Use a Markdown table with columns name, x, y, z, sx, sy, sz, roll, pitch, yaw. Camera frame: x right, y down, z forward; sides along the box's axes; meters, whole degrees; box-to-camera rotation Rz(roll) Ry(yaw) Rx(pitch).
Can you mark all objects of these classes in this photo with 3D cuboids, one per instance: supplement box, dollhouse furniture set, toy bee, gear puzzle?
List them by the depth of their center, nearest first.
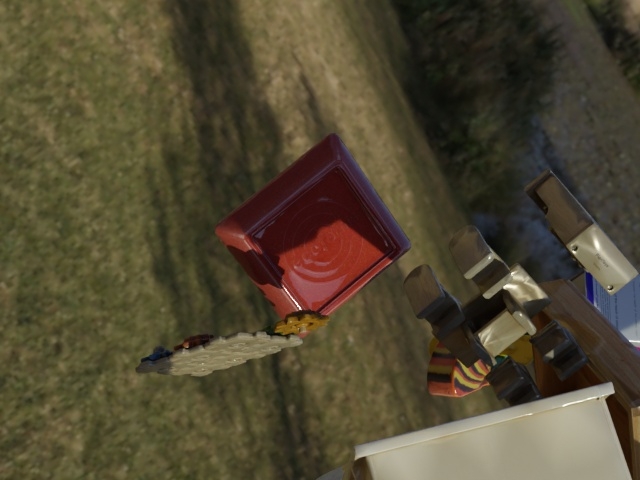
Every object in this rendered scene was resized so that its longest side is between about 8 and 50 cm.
| name | x | y | z | sx | sy | sz | roll | pitch | yaw |
| --- | --- | --- | --- | --- | --- | --- | --- | --- | --- |
| dollhouse furniture set | 0.250 | 0.052 | 1.426 | 0.212 | 0.242 | 0.161 | 44 | 13 | -24 |
| supplement box | 0.493 | 0.119 | 1.752 | 0.111 | 0.220 | 0.114 | 121 | -29 | -69 |
| gear puzzle | -0.133 | 0.156 | 1.795 | 0.175 | 0.339 | 0.044 | 12 | 64 | -50 |
| toy bee | 0.273 | 0.173 | 1.871 | 0.298 | 0.195 | 0.162 | 10 | 79 | -70 |

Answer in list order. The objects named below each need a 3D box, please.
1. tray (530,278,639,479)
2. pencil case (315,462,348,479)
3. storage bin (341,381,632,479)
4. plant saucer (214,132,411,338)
| name | x | y | z | sx | sy | sz | roll | pitch | yaw |
| --- | --- | --- | --- | --- | --- | --- | --- | --- | --- |
| tray | 0.377 | 0.216 | 1.509 | 0.411 | 0.076 | 0.203 | -115 | -166 | -71 |
| pencil case | 0.105 | 0.505 | 2.328 | 0.124 | 0.273 | 0.113 | 54 | 17 | -15 |
| storage bin | 0.166 | 0.267 | 1.182 | 0.260 | 0.262 | 0.123 | 98 | -23 | -68 |
| plant saucer | 0.000 | 0.000 | 1.861 | 0.259 | 0.258 | 0.048 | 54 | -8 | -23 |
